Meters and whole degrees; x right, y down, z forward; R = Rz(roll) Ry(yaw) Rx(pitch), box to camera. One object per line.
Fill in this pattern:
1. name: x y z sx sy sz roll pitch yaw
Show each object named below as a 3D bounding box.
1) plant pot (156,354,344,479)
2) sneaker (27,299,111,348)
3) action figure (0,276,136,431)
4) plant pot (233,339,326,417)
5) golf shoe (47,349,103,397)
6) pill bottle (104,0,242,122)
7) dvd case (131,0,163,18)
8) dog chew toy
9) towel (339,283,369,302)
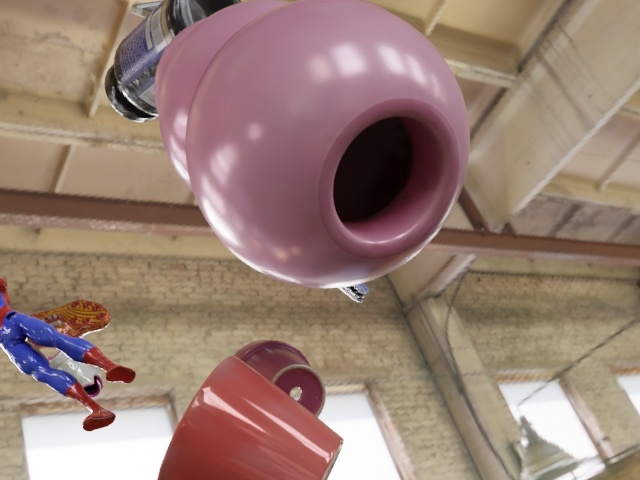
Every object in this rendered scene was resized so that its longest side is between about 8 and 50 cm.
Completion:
1. plant pot: -0.108 0.371 1.382 0.275 0.243 0.275 -62 -9 -18
2. sneaker: -0.413 0.143 1.336 0.175 0.064 0.067 -11 -51 22
3. action figure: -0.350 0.102 0.886 0.092 0.280 0.139 -64 -27 1
4. plant pot: -0.085 0.310 1.674 0.201 0.202 0.180 -6 1 -25
5. golf shoe: -0.629 0.372 2.145 0.115 0.140 0.306 -43 -14 -12
6. pill bottle: -0.192 -0.235 1.057 0.122 0.123 0.219 7 -18 -39
7. dvd case: -0.184 -0.369 1.388 0.164 0.221 0.018 -35 -34 -55
8. dog chew toy: -0.035 -0.097 0.652 0.206 0.332 0.207 -13 -63 -27
9. towel: 0.000 0.000 1.560 0.040 0.243 0.336 -35 -14 2
